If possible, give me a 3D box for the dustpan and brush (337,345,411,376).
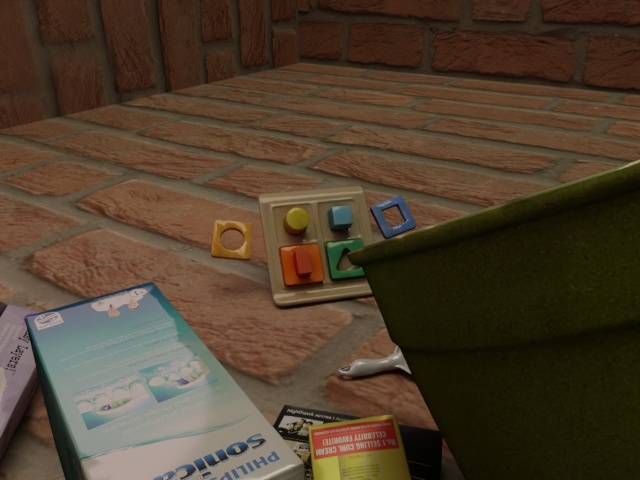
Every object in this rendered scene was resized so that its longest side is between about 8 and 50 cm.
[{"bbox_3d":[0.127,0.146,0.826,0.211,0.060,0.147,0,22,-14],"label":"dustpan and brush"}]

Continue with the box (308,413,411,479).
[{"bbox_3d":[0.044,0.255,0.497,0.087,0.058,0.232,-7,40,-2],"label":"box"}]

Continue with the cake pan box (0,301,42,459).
[{"bbox_3d":[-0.461,0.146,0.734,0.246,0.070,0.267,18,20,-14],"label":"cake pan box"}]

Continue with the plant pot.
[{"bbox_3d":[0.246,0.120,0.435,0.366,0.353,0.366,-18,-2,-1],"label":"plant pot"}]

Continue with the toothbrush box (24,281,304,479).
[{"bbox_3d":[-0.132,0.198,0.517,0.126,0.216,0.295,-17,30,-29],"label":"toothbrush box"}]

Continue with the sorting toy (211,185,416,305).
[{"bbox_3d":[0.000,0.000,1.014,0.348,0.196,0.047,-6,-18,-13],"label":"sorting toy"}]

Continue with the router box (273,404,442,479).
[{"bbox_3d":[0.027,0.234,0.631,0.179,0.046,0.133,6,25,15],"label":"router box"}]
